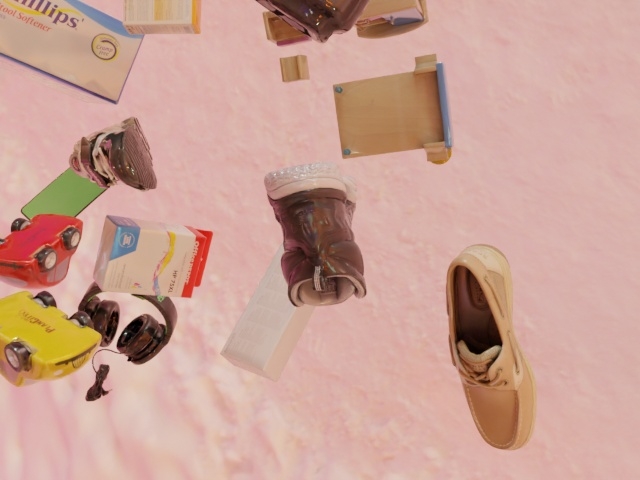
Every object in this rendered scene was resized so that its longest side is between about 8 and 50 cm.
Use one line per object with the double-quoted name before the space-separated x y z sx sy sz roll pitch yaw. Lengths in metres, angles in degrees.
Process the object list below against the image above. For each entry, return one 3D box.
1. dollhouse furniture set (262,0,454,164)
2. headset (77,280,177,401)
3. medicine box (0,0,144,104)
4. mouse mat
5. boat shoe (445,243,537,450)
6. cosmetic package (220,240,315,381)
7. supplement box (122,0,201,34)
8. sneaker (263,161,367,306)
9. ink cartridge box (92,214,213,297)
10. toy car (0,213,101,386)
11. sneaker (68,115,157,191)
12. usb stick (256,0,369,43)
"dollhouse furniture set" 0.084 -0.269 1.198 0.287 0.198 0.303 -8 97 16
"headset" -0.529 0.257 1.756 0.394 0.244 0.185 -55 15 39
"medicine box" -0.507 -0.372 1.253 0.289 0.264 0.149 22 92 59
"mouse mat" -0.613 -0.101 1.618 0.153 0.007 0.189 33 72 32
"boat shoe" 0.254 0.181 1.064 0.122 0.110 0.340 -9 96 35
"cosmetic package" -0.069 0.118 1.174 0.099 0.060 0.239 15 65 32
"supplement box" -0.211 -0.311 0.901 0.099 0.036 0.062 1 85 1
"sneaker" 0.000 0.000 0.795 0.102 0.268 0.152 -10 86 7
"ink cartridge box" -0.317 0.036 1.339 0.078 0.231 0.134 29 107 53
"toy car" -0.297 0.054 0.532 0.239 0.225 0.053 -130 39 -55
"sneaker" -0.390 -0.144 1.247 0.330 0.146 0.122 -135 25 -69
"usb stick" 0.055 -0.242 0.371 0.077 0.045 0.278 34 95 -1
